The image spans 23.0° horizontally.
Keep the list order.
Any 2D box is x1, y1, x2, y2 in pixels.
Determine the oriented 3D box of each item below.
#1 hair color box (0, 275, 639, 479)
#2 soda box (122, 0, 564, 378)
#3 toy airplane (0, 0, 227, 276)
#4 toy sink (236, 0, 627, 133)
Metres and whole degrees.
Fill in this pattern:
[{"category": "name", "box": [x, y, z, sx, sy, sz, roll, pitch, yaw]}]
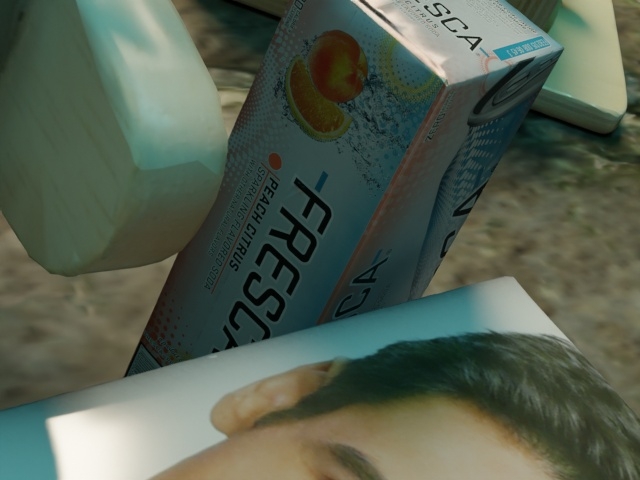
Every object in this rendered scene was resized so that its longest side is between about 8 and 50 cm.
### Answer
[{"category": "hair color box", "box": [-0.047, 0.138, 0.357, 0.374, 0.113, 0.185, -12, 51, -41]}, {"category": "soda box", "box": [0.000, 0.000, 0.490, 0.058, 0.183, 0.063, 44, 39, 21]}, {"category": "toy airplane", "box": [-0.146, -0.186, 0.474, 0.386, 0.384, 0.272, 2, -10, 41]}, {"category": "toy sink", "box": [0.070, -0.177, 0.787, 0.234, 0.131, 0.153, 20, 38, -10]}]
